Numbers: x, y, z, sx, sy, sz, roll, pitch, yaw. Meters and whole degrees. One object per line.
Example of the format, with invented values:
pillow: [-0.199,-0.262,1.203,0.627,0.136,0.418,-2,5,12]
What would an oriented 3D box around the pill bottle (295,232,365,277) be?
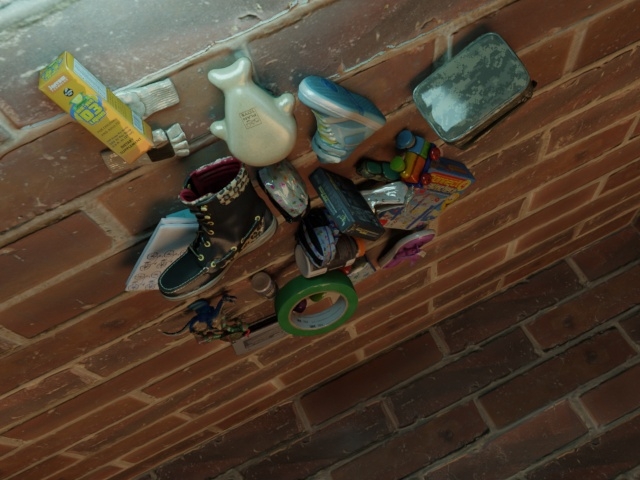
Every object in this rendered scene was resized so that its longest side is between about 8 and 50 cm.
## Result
pill bottle: [0.041,0.046,2.087,0.246,0.130,0.130,-15,150,-22]

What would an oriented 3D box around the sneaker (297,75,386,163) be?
sneaker: [0.018,-0.298,1.498,0.319,0.127,0.208,10,133,-48]

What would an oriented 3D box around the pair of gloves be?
pair of gloves: [-0.409,-0.249,1.286,0.204,0.042,0.240,-19,150,-16]

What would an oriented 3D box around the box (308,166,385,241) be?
box: [0.082,-0.110,1.753,0.059,0.232,0.183,-44,149,22]

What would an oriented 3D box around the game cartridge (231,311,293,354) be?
game cartridge: [-0.253,0.409,2.518,0.297,0.062,0.198,-22,156,-12]

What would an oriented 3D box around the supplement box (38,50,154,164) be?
supplement box: [-0.444,-0.260,1.138,0.078,0.080,0.233,-34,133,11]

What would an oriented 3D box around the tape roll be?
tape roll: [-0.016,0.246,2.198,0.321,0.077,0.321,-11,137,-10]

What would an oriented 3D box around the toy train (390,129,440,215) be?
toy train: [0.273,-0.214,1.794,0.143,0.105,0.248,24,84,-43]

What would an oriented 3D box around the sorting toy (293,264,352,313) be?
sorting toy: [-0.031,0.151,2.258,0.126,0.127,0.365,27,121,-30]

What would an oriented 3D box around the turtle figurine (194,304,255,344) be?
turtle figurine: [-0.374,0.350,2.253,0.234,0.118,0.175,-21,152,-1]

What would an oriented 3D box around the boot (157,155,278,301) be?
boot: [-0.298,-0.030,1.472,0.377,0.138,0.284,-35,145,-13]

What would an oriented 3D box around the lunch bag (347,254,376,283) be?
lunch bag: [0.156,0.123,2.358,0.129,0.096,0.151,-32,142,6]

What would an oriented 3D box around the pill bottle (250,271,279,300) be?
pill bottle: [-0.205,0.178,2.144,0.078,0.078,0.137,-29,152,2]

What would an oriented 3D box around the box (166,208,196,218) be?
box: [-0.319,-0.061,1.661,0.244,0.060,0.100,-20,151,-15]

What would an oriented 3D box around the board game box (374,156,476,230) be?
board game box: [0.362,-0.168,2.063,0.308,0.086,0.302,4,139,-45]

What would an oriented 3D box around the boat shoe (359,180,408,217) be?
boat shoe: [0.166,-0.116,1.912,0.277,0.096,0.098,-17,161,18]

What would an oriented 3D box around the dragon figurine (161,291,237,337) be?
dragon figurine: [-0.437,0.276,2.092,0.289,0.144,0.085,-12,156,11]

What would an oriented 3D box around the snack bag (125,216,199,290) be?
snack bag: [-0.373,0.045,1.688,0.343,0.037,0.323,-1,142,-42]

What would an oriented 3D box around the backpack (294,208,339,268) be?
backpack: [0.000,0.000,1.928,0.117,0.173,0.158,-16,149,-22]

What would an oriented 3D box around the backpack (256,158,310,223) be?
backpack: [-0.105,-0.154,1.631,0.115,0.152,0.182,-36,139,3]

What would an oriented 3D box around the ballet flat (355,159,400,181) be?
ballet flat: [0.184,-0.224,1.852,0.188,0.070,0.070,9,135,-46]

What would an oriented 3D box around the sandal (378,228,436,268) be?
sandal: [0.372,0.056,2.341,0.169,0.102,0.416,-18,166,-19]

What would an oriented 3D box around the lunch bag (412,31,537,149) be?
lunch bag: [0.451,-0.412,1.626,0.305,0.212,0.256,-38,167,19]

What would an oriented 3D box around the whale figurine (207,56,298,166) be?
whale figurine: [-0.162,-0.310,1.343,0.216,0.141,0.272,-21,129,10]
